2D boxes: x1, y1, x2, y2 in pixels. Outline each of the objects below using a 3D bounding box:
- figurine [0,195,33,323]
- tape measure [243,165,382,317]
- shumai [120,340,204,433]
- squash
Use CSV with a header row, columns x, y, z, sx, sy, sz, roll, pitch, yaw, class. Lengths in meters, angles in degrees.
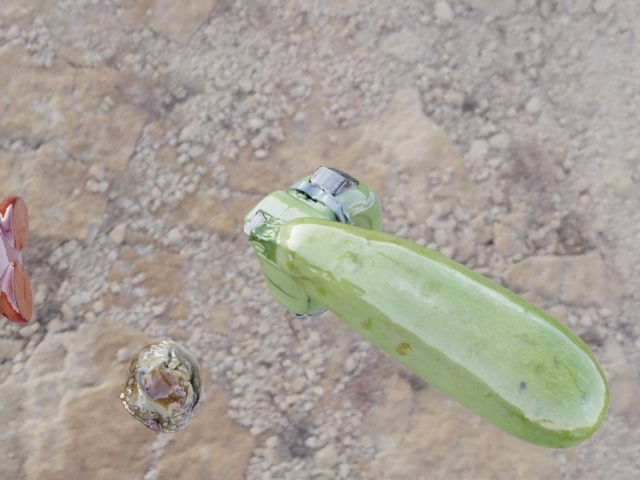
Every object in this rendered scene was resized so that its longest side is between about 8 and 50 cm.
x,y,z,sx,sy,sz,roll,pitch,yaw,class
-0.445,0.030,1.430,0.173,0.173,0.173,12,66,-29,figurine
0.000,0.000,1.237,0.087,0.177,0.154,31,65,25,tape measure
-0.251,0.222,1.807,0.146,0.116,0.145,0,87,10,shumai
0.106,0.069,1.093,0.371,0.118,0.118,33,56,0,squash
